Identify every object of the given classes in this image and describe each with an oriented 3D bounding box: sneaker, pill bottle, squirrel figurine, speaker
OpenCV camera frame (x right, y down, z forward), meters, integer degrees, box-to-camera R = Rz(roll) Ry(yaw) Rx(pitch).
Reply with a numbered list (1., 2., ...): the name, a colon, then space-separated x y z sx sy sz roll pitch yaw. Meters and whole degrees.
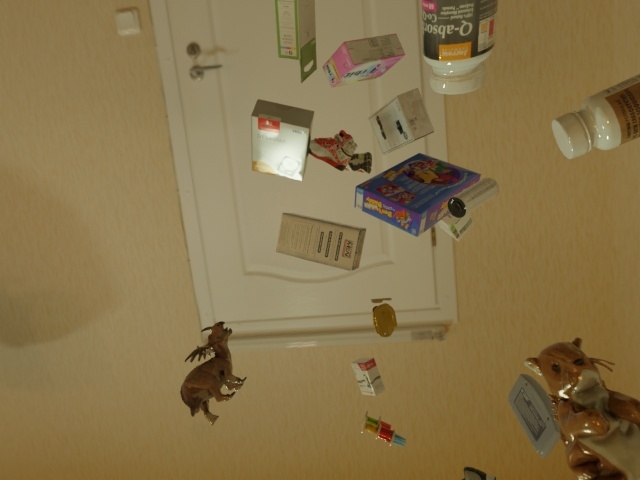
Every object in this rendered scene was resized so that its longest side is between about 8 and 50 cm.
1. sneaker: 0.451 0.821 1.261 0.108 0.272 0.100 23 -164 22
2. pill bottle: 0.314 -0.493 0.918 0.162 0.278 0.162 -9 -139 7
3. pill bottle: 0.659 -0.278 0.901 0.229 0.131 0.131 -23 -178 19
4. sneaker: 0.167 -0.390 1.997 0.118 0.107 0.279 9 -172 33
5. squirrel figurine: 0.772 0.489 1.195 0.281 0.370 0.397 -29 158 6
6. sneaker: 0.034 -0.387 1.604 0.270 0.145 0.090 18 -157 -44
7. speaker: 0.367 -0.103 0.969 0.136 0.055 0.055 -28 -161 -29

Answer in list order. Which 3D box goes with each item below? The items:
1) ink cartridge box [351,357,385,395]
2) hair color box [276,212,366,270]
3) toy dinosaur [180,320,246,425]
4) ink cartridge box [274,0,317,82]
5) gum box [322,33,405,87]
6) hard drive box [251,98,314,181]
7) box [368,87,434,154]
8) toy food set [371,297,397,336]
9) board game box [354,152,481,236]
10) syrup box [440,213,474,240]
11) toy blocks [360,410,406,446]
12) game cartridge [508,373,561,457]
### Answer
1. ink cartridge box: 0.191 0.548 1.625 0.056 0.135 0.099 -17 174 -33
2. hair color box: 0.000 0.000 1.675 0.347 0.174 0.105 14 -172 22
3. toy dinosaur: -0.329 0.389 1.160 0.200 0.127 0.296 35 -150 4
4. ink cartridge box: -0.057 -0.503 0.968 0.062 0.209 0.109 13 -136 16
5. gum box: 0.114 -0.458 1.027 0.188 0.062 0.107 -24 -178 -29
6. hard drive box: -0.126 -0.316 1.297 0.181 0.089 0.232 12 144 0
7. box: 0.295 -0.439 1.523 0.087 0.169 0.290 -25 -174 -12
8. toy food set: 0.334 0.406 2.175 0.128 0.218 0.071 -10 -177 -12
9. board game box: 0.307 -0.157 1.267 0.233 0.078 0.347 30 -135 35
10. syrup box: 0.479 -0.082 1.458 0.096 0.093 0.237 44 -172 28
11. toy blocks: 0.216 0.646 1.376 0.148 0.054 0.123 20 178 9
12. game cartridge: 0.912 0.728 1.714 0.060 0.196 0.294 4 -151 -6
